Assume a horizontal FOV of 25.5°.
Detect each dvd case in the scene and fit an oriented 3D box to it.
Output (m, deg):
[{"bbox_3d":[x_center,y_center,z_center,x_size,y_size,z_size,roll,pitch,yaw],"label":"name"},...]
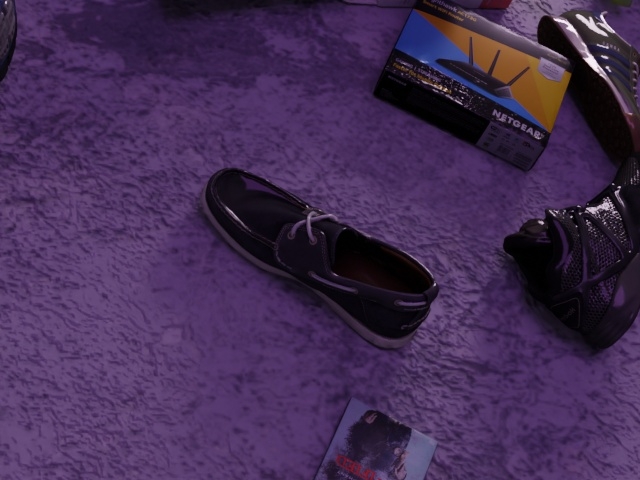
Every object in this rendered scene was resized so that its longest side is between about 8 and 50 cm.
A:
[{"bbox_3d":[0.041,0.198,1.185,0.087,0.013,0.119,28,54,0],"label":"dvd case"}]

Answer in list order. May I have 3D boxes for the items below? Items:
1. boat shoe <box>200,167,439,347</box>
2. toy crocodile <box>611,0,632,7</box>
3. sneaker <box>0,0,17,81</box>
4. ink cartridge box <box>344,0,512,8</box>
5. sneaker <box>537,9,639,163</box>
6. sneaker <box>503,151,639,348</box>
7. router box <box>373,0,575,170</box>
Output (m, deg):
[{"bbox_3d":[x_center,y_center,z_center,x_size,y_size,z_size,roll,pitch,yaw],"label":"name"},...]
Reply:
[{"bbox_3d":[0.000,0.000,1.260,0.233,0.079,0.084,34,55,6],"label":"boat shoe"},{"bbox_3d":[0.479,-0.315,1.614,0.340,0.115,0.105,2,64,-16],"label":"toy crocodile"},{"bbox_3d":[-0.355,-0.120,1.210,0.129,0.111,0.297,8,51,4],"label":"sneaker"},{"bbox_3d":[0.110,-0.312,1.505,0.198,0.067,0.115,-3,61,-22],"label":"ink cartridge box"},{"bbox_3d":[0.311,-0.171,1.487,0.086,0.064,0.192,-17,62,-23],"label":"sneaker"},{"bbox_3d":[0.259,-0.018,1.357,0.130,0.087,0.227,31,59,-6],"label":"sneaker"},{"bbox_3d":[0.158,-0.166,1.441,0.179,0.046,0.133,26,53,-2],"label":"router box"}]
